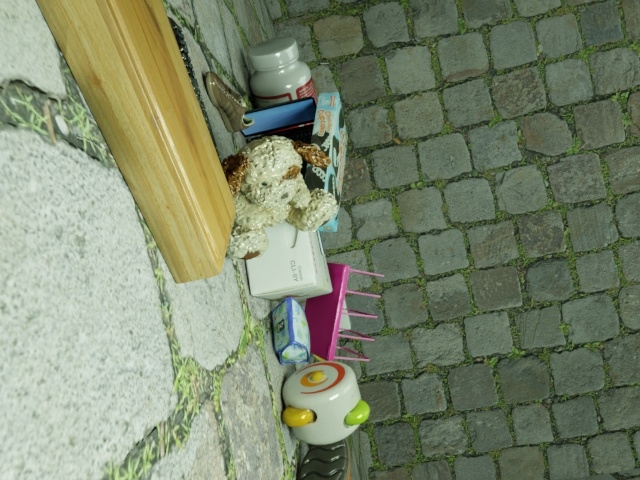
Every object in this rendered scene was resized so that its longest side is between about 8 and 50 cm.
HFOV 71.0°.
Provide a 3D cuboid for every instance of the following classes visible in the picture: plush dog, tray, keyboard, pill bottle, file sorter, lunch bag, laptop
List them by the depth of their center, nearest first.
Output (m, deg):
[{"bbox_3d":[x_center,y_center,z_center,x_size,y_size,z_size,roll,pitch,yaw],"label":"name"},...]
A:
[{"bbox_3d":[-0.218,-0.167,0.611,0.203,0.076,0.411,-95,171,-58],"label":"tray"},{"bbox_3d":[-0.238,-0.244,0.833,0.201,0.033,0.317,-88,165,-70],"label":"keyboard"},{"bbox_3d":[-0.104,-0.115,0.893,0.210,0.262,0.225,56,-26,22],"label":"plush dog"},{"bbox_3d":[-0.075,0.236,1.162,0.151,0.096,0.129,95,-12,-56],"label":"lunch bag"},{"bbox_3d":[-0.103,-0.269,1.292,0.136,0.234,0.264,-91,168,-63],"label":"laptop"},{"bbox_3d":[0.074,0.230,1.462,0.202,0.182,0.290,2,-99,60],"label":"file sorter"},{"bbox_3d":[-0.127,-0.519,1.672,0.229,0.229,0.407,-97,173,-49],"label":"pill bottle"}]

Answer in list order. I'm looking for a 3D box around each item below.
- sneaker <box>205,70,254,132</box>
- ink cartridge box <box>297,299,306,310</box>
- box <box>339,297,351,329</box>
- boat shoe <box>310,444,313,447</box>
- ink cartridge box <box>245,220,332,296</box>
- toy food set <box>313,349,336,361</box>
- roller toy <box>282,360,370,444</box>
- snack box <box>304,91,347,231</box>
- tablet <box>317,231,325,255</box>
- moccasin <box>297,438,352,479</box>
[{"bbox_3d":[-0.216,-0.338,1.082,0.188,0.071,0.066,70,10,-65],"label":"sneaker"},{"bbox_3d":[-0.030,0.192,1.651,0.127,0.128,0.176,72,7,-54],"label":"ink cartridge box"},{"bbox_3d":[0.029,0.306,1.824,0.091,0.170,0.130,-9,88,-84],"label":"box"},{"bbox_3d":[0.029,0.675,1.315,0.096,0.098,0.277,-28,107,-86],"label":"boat shoe"},{"bbox_3d":[-0.086,0.013,1.214,0.384,0.160,0.279,57,21,-78],"label":"ink cartridge box"},{"bbox_3d":[0.010,0.369,1.656,0.128,0.071,0.218,22,39,-57],"label":"toy food set"},{"bbox_3d":[0.003,0.401,1.139,0.191,0.209,0.146,-139,-146,-75],"label":"roller toy"},{"bbox_3d":[0.020,-0.207,1.192,0.187,0.060,0.322,68,26,-61],"label":"snack box"},{"bbox_3d":[0.000,0.000,1.247,0.054,0.006,0.083,58,19,-77],"label":"tablet"},{"bbox_3d":[0.022,0.640,1.059,0.380,0.139,0.147,-93,171,-60],"label":"moccasin"}]
